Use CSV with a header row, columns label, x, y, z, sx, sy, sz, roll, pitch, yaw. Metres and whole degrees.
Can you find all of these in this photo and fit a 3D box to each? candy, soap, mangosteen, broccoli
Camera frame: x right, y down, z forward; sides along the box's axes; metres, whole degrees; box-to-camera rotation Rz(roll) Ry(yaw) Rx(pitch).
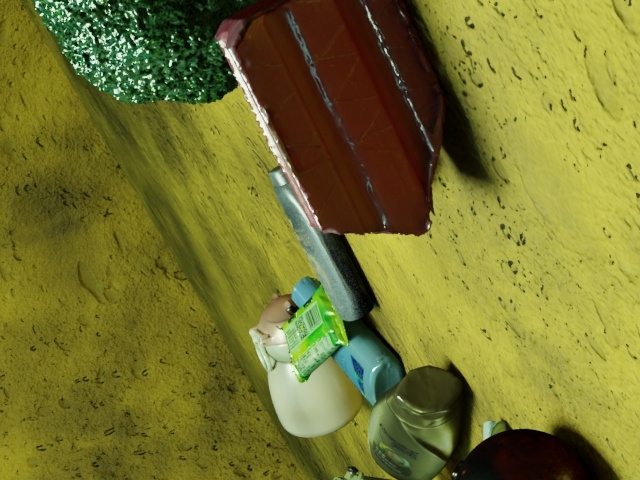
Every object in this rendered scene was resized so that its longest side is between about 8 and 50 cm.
label,x,y,z,sx,sy,sz,roll,pitch,yaw
candy,-0.007,0.137,1.874,0.178,0.032,0.102,-48,61,55
soap,0.025,-0.113,1.133,0.250,0.162,0.099,65,167,-16
mangosteen,0.224,0.289,1.308,0.200,0.199,0.200,55,167,20
broccoli,-0.170,-0.289,1.393,0.297,0.297,0.298,-84,-24,-54

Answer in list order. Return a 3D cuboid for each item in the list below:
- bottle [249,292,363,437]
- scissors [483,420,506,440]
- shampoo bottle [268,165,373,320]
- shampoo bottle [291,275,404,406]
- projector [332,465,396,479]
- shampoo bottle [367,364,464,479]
label,x,y,z,sx,sy,sz,roll,pitch,yaw
bottle,-0.028,0.193,2.094,0.147,0.147,0.237,37,149,60
scissors,0.198,0.336,1.463,0.030,0.125,0.256,-20,62,52
shampoo bottle,0.000,0.000,1.747,0.234,0.049,0.087,63,165,-13
shampoo bottle,0.036,0.143,1.901,0.258,0.061,0.104,47,153,46
projector,0.153,0.410,1.815,0.193,0.088,0.269,17,-179,-39
shampoo bottle,0.129,0.247,1.706,0.125,0.084,0.350,30,160,9
